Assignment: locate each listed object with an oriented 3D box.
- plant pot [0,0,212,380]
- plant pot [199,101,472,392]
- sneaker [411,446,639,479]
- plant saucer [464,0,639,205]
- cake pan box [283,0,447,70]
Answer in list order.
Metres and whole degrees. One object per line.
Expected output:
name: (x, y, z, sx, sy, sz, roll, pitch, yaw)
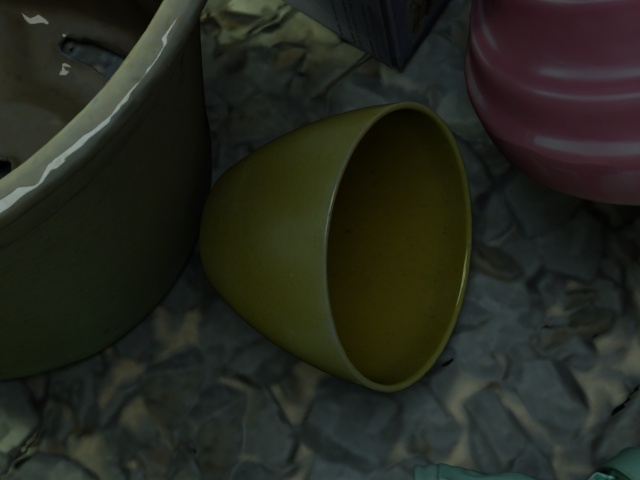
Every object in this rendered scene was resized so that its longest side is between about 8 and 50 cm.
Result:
plant pot: (-0.179, -0.079, 0.670, 0.334, 0.305, 0.333, -2, 69, 5)
plant pot: (0.000, 0.000, 0.731, 0.095, 0.134, 0.134, 5, 68, 34)
sneaker: (0.126, 0.104, 0.677, 0.151, 0.094, 0.256, 29, 77, 3)
plant saucer: (0.201, -0.156, 0.677, 0.332, 0.084, 0.332, -28, 30, 17)
cake pan box: (-0.055, -0.217, 0.732, 0.246, 0.267, 0.070, 32, 78, 18)
